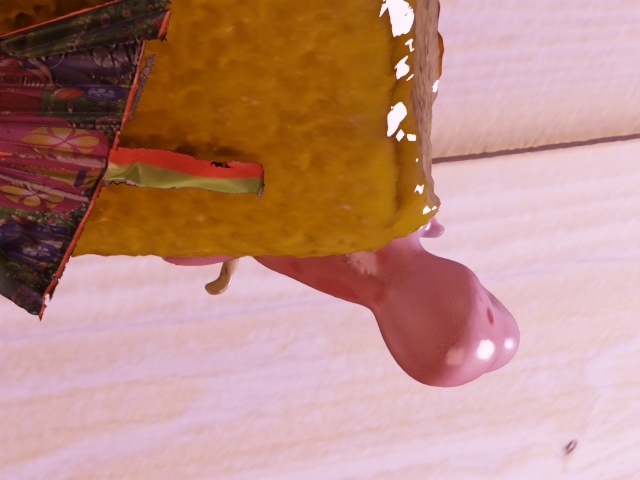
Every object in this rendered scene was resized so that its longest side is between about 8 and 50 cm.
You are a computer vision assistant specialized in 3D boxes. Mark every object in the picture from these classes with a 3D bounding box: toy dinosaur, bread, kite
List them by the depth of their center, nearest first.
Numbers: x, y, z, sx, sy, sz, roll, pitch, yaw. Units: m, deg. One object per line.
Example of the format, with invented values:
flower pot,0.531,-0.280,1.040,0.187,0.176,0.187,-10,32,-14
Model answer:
bread,-0.116,-0.118,0.698,0.333,0.143,0.323,2,148,1
kite,-0.111,-0.029,0.699,0.183,0.014,0.241,6,150,-11
toy dinosaur,-0.006,0.004,0.999,0.194,0.177,0.152,19,127,-44
